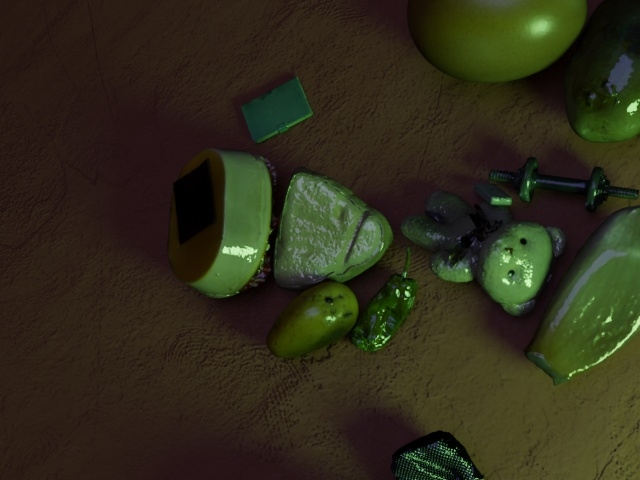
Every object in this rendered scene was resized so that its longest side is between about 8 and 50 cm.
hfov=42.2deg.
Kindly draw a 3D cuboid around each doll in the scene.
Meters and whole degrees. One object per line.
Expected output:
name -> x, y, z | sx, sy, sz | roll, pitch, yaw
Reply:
doll -> 0.269, -0.001, 1.434 | 0.278, 0.149, 0.175 | 28, 92, 32

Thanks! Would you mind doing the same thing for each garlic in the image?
garlic -> 0.455, 0.096, 1.349 | 0.143, 0.112, 0.318 | 34, 85, 4

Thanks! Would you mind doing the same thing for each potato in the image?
potato -> 0.530, -0.305, 1.415 | 0.210, 0.173, 0.307 | 29, 82, 23

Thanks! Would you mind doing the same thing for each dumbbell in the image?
dumbbell -> 0.418, -0.098, 1.441 | 0.254, 0.081, 0.081 | 10, 77, 22

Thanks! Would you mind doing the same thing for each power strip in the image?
power strip -> 0.306, -0.083, 1.478 | 0.040, 0.090, 0.016 | 1, 112, -14

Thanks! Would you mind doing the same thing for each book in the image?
book -> -0.090, -0.266, 1.711 | 0.135, 0.017, 0.103 | -26, 64, 10

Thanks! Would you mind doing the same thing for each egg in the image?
egg -> 0.310, -0.407, 1.478 | 0.322, 0.250, 0.250 | 10, 77, 30

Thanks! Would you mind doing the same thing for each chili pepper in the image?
chili pepper -> 0.129, 0.110, 1.486 | 0.072, 0.073, 0.204 | 34, 99, 8

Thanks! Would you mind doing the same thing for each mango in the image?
mango -> -0.016, 0.151, 1.495 | 0.195, 0.137, 0.098 | -43, 68, 27

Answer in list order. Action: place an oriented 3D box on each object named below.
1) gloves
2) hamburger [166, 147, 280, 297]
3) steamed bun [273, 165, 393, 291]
gloves -> 0.205, 0.410, 1.356 | 0.129, 0.106, 0.180 | -26, 85, -11
hamburger -> -0.186, -0.036, 1.601 | 0.227, 0.151, 0.295 | -11, 72, 41
steamed bun -> 0.028, -0.005, 1.540 | 0.212, 0.110, 0.231 | 14, 95, 17
